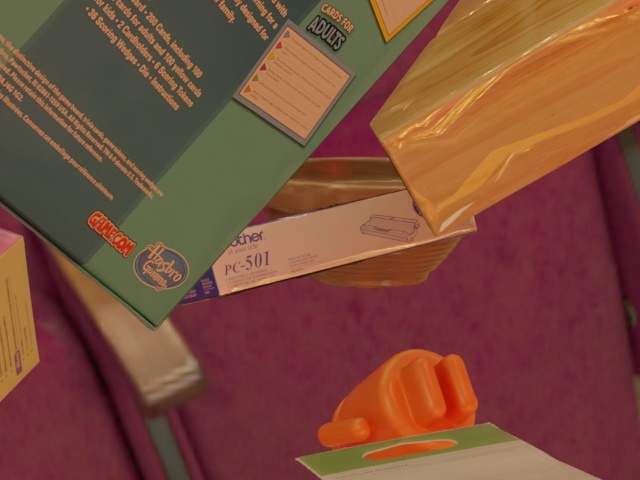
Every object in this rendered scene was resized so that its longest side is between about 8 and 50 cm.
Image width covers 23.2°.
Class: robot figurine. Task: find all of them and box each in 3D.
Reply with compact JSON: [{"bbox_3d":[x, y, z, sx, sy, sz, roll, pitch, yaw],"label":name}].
[{"bbox_3d":[0.089,0.205,1.772,0.128,0.219,0.158,42,50,-1],"label":"robot figurine"}]

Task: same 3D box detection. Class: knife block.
[{"bbox_3d":[0.194,-0.130,1.020,0.242,0.088,0.276,-4,39,43],"label":"knife block"}]

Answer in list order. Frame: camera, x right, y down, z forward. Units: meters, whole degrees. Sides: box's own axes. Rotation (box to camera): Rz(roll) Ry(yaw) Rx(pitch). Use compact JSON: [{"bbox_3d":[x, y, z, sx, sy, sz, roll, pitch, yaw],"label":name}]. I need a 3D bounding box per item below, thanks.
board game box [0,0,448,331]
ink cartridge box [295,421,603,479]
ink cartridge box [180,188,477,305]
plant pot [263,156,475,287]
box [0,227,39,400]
[{"bbox_3d":[-0.035,-0.154,0.641,0.336,0.254,0.079,-48,56,-5],"label":"board game box"},{"bbox_3d":[0.098,0.189,1.099,0.171,0.056,0.235,-7,7,-19],"label":"ink cartridge box"},{"bbox_3d":[0.000,0.000,1.140,0.207,0.046,0.097,-14,0,-24],"label":"ink cartridge box"},{"bbox_3d":[0.048,-0.017,1.530,0.237,0.110,0.237,1,9,0],"label":"plant pot"},{"bbox_3d":[-0.477,0.126,1.953,0.117,0.214,0.243,17,40,20],"label":"box"}]
